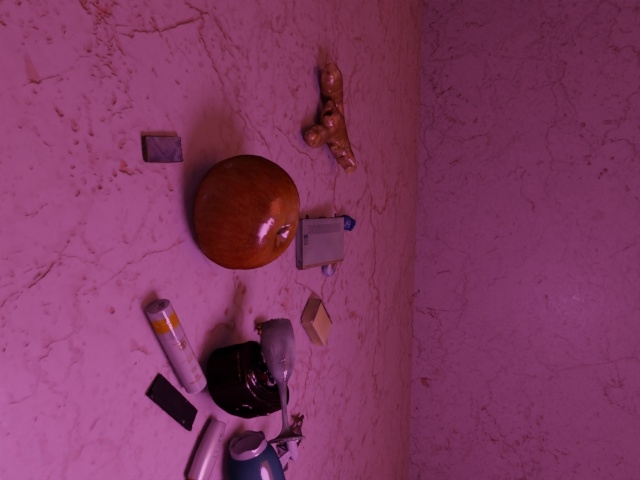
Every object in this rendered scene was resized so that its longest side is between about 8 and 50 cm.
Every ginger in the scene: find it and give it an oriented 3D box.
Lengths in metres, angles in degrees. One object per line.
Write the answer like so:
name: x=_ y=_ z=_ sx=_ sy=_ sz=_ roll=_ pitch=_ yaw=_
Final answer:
ginger: x=0.055 y=-0.471 z=1.801 sx=0.348 sy=0.122 sz=0.362 roll=42 pitch=49 yaw=-60

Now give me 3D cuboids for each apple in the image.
apple: x=-0.179 y=-0.064 z=1.176 sx=0.277 sy=0.250 sz=0.309 roll=-61 pitch=146 yaw=-44

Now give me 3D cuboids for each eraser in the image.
eraser: x=-0.013 y=0.320 z=1.767 sx=0.172 sy=0.058 sz=0.117 roll=66 pitch=36 yaw=-42

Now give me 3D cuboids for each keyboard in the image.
keyboard: x=-0.360 y=0.402 z=1.110 sx=0.060 sy=0.018 sz=0.195 roll=-73 pitch=152 yaw=-42

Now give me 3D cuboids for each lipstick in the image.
lipstick: x=-0.342 y=0.260 z=1.085 sx=0.059 sy=0.059 sz=0.263 roll=-54 pitch=138 yaw=-49

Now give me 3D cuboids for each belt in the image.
belt: x=-0.209 y=0.400 z=1.271 sx=0.289 sy=0.164 sz=0.184 roll=56 pitch=18 yaw=-48

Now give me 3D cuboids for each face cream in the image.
face cream: x=-0.303 y=0.574 z=1.199 sx=0.072 sy=0.051 sz=0.182 roll=60 pitch=40 yaw=-50

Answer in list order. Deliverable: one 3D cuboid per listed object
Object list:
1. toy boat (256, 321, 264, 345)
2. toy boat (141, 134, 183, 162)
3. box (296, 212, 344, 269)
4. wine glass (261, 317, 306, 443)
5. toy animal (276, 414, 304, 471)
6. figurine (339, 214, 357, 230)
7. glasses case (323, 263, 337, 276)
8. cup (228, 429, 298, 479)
toy boat: x=-0.159 y=0.357 z=1.460 sx=0.088 sy=0.068 sz=0.225 roll=-50 pitch=137 yaw=-43
toy boat: x=-0.364 y=-0.211 z=1.046 sx=0.115 sy=0.016 sz=0.063 roll=-20 pitch=110 yaw=-62
box: x=0.000 y=0.000 z=1.741 sx=0.270 sy=0.045 sz=0.210 roll=-9 pitch=100 yaw=-53
wine glass: x=-0.122 y=0.333 z=1.118 sx=0.264 sy=0.096 sz=0.309 roll=59 pitch=21 yaw=-64
toy animal: x=-0.101 y=0.721 z=1.637 sx=0.202 sy=0.070 sz=0.105 roll=-64 pitch=159 yaw=-44
figurine: x=0.119 y=-0.079 z=2.002 sx=0.079 sy=0.077 sz=0.136 roll=53 pitch=10 yaw=3
glasses case: x=0.050 y=0.066 z=1.889 sx=0.067 sy=0.045 sz=0.178 roll=50 pitch=49 yaw=-53
cup: x=-0.193 y=0.660 z=1.316 sx=0.300 sy=0.168 sz=0.173 roll=-19 pitch=102 yaw=-36
